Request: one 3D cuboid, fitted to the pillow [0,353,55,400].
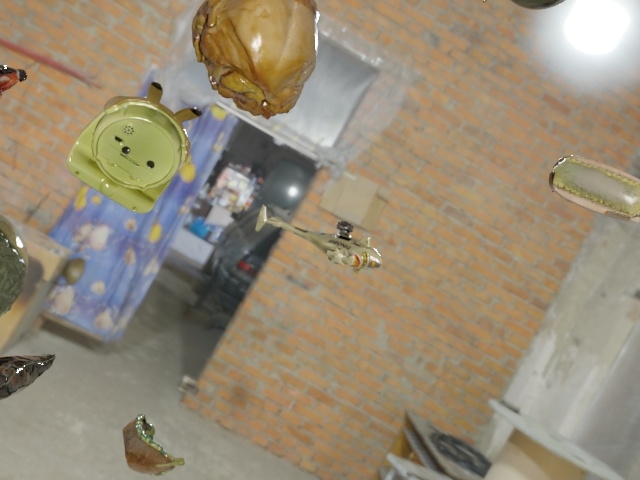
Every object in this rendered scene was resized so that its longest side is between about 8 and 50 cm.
[{"bbox_3d":[-0.374,0.159,0.874,0.090,0.048,0.150,1,2,0],"label":"pillow"}]

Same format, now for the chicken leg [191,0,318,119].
[{"bbox_3d":[-0.101,-0.337,1.187,0.182,0.409,0.295,-2,-35,-5],"label":"chicken leg"}]

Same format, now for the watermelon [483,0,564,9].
[{"bbox_3d":[0.246,-0.316,0.883,0.105,0.133,0.105,48,21,-25],"label":"watermelon"}]

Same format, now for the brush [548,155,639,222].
[{"bbox_3d":[0.471,-0.046,1.084,0.313,0.072,0.067,27,11,26],"label":"brush"}]

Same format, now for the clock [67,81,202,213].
[{"bbox_3d":[-0.301,-0.166,1.277,0.170,0.232,0.069,34,28,-22],"label":"clock"}]

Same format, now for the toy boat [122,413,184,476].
[{"bbox_3d":[-0.372,0.447,1.628,0.099,0.108,0.293,-12,5,-23],"label":"toy boat"}]

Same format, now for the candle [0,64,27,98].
[{"bbox_3d":[-0.491,-0.165,0.951,0.084,0.059,0.302,36,44,17],"label":"candle"}]

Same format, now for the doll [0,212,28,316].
[{"bbox_3d":[-0.601,0.074,1.099,0.247,0.349,0.247,29,-30,18],"label":"doll"}]

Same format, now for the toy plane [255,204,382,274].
[{"bbox_3d":[0.000,0.000,1.617,0.286,0.092,0.108,25,24,21],"label":"toy plane"}]
